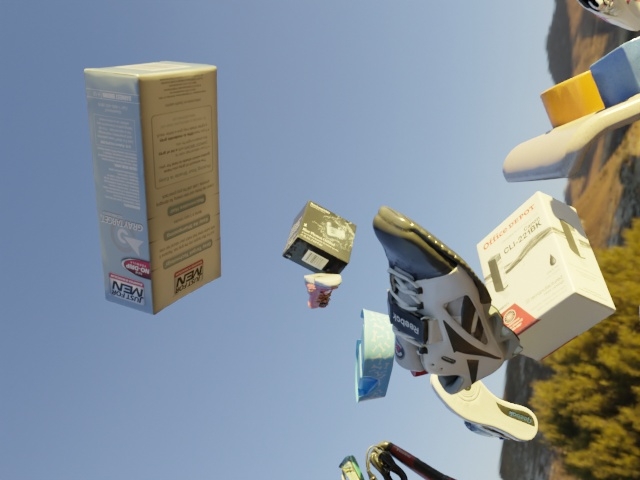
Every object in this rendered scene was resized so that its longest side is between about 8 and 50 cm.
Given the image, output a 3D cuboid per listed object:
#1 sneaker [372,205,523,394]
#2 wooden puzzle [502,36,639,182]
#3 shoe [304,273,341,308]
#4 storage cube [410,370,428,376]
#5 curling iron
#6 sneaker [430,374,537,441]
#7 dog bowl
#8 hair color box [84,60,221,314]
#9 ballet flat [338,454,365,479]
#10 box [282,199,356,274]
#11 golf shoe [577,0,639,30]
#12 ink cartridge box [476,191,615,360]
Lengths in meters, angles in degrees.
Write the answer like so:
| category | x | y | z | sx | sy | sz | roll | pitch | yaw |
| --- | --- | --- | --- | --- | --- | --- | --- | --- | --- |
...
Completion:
| category | x | y | z | sx | sy | sz | roll | pitch | yaw |
| --- | --- | --- | --- | --- | --- | --- | --- | --- | --- |
| sneaker | 0.143 | 0.098 | 0.821 | 0.146 | 0.122 | 0.330 | -42 | -58 | -2 |
| wooden puzzle | 0.351 | -0.171 | 0.621 | 0.080 | 0.348 | 0.322 | 63 | -172 | -1 |
| shoe | 0.009 | 0.127 | 1.547 | 0.063 | 0.178 | 0.081 | -9 | -87 | -20 |
| storage cube | 0.352 | 0.286 | 1.982 | 0.193 | 0.215 | 0.183 | 87 | 167 | -50 |
| curling iron | 0.185 | 0.367 | 0.892 | 0.068 | 0.274 | 0.035 | -64 | -3 | -7 |
| sneaker | 0.270 | 0.305 | 1.145 | 0.079 | 0.217 | 0.121 | -62 | 8 | -25 |
| dog bowl | 0.132 | 0.290 | 1.565 | 0.297 | 0.074 | 0.166 | 94 | 178 | -50 |
| hair color box | -0.261 | -0.091 | 1.028 | 0.185 | 0.114 | 0.374 | -32 | -51 | -56 |
| ballet flat | 0.107 | 0.707 | 1.794 | 0.070 | 0.188 | 0.070 | -17 | -42 | -16 |
| box | 0.000 | 0.000 | 1.677 | 0.093 | 0.156 | 0.158 | -52 | 15 | 40 |
| golf shoe | 0.513 | -0.430 | 1.140 | 0.067 | 0.186 | 0.086 | -45 | 17 | 57 |
| ink cartridge box | 0.439 | 0.068 | 1.267 | 0.197 | 0.114 | 0.273 | -49 | 27 | 38 |
